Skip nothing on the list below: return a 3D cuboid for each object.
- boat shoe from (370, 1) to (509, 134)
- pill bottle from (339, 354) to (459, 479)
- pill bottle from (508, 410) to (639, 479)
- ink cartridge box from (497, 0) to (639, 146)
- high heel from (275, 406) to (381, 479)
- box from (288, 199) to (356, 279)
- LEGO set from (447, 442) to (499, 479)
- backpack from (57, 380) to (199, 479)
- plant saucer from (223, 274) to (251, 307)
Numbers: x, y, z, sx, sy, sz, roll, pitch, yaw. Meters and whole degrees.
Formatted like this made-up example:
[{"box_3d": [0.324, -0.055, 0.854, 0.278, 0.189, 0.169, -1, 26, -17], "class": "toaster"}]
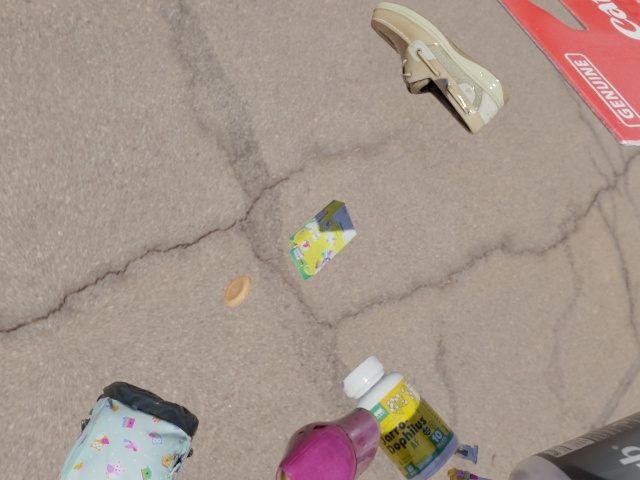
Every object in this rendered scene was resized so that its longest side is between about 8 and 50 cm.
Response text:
[{"box_3d": [0.217, -0.356, 0.944, 0.341, 0.121, 0.110, 44, 99, 15], "class": "boat shoe"}, {"box_3d": [0.135, 0.314, 0.832, 0.117, 0.118, 0.208, -32, 69, -31], "class": "pill bottle"}, {"box_3d": [0.372, 0.352, 0.571, 0.362, 0.210, 0.210, -17, 88, -9], "class": "pill bottle"}, {"box_3d": [0.242, -0.189, 0.324, 0.260, 0.066, 0.297, -4, 56, -19], "class": "ink cartridge box"}, {"box_3d": [-0.032, 0.404, 0.600, 0.181, 0.127, 0.378, 0, 102, -53], "class": "high heel"}, {"box_3d": [0.000, 0.000, 1.078, 0.179, 0.043, 0.105, -43, 130, -24], "class": "box"}, {"box_3d": [0.275, 0.529, 0.845, 0.107, 0.132, 0.287, 9, 81, 6], "class": "LEGO set"}, {"box_3d": [-0.242, 0.273, 0.550, 0.151, 0.115, 0.182, 24, 45, -5], "class": "backpack"}, {"box_3d": [-0.194, 0.115, 1.065, 0.013, 0.083, 0.084, 43, 61, -35], "class": "plant saucer"}]
